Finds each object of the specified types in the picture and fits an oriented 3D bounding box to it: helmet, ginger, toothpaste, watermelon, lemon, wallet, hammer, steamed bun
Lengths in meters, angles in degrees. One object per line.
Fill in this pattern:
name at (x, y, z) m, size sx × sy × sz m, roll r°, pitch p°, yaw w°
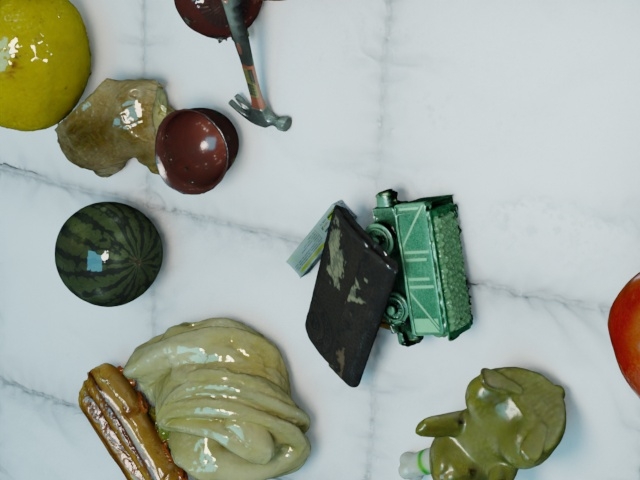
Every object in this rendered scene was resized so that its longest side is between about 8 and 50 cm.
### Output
helmet at (-0.213, -0.170, 1.992) m, size 0.155 × 0.106 × 0.175 m, roll 38°, pitch 122°, yaw 9°
ginger at (-0.375, -0.201, 2.074) m, size 0.221 × 0.130 × 0.275 m, roll 37°, pitch 135°, yaw -8°
toothpaste at (0.000, 0.000, 1.957) m, size 0.046 × 0.034 × 0.164 m, roll 47°, pitch 124°, yaw 11°
watermelon at (-0.412, 0.026, 2.121) m, size 0.212 × 0.212 × 0.212 m, roll 10°, pitch 111°, yaw 29°
lemon at (-0.561, -0.350, 2.060) m, size 0.258 × 0.258 × 0.310 m, roll 33°, pitch 129°, yaw 19°
wallet at (0.042, 0.102, 1.877) m, size 0.170 × 0.044 × 0.321 m, roll 51°, pitch 147°, yaw 31°
hammer at (-0.125, -0.308, 1.861) m, size 0.111 × 0.033 × 0.288 m, roll 17°, pitch 142°, yaw 26°
steamed bun at (-0.201, 0.324, 2.076) m, size 0.325 × 0.230 × 0.372 m, roll -36°, pitch 87°, yaw 38°

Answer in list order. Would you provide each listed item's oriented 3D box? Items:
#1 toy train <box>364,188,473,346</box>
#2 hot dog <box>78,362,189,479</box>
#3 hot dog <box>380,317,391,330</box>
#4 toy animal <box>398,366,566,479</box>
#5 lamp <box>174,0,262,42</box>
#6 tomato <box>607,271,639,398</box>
toy train at (0.162, 0.042, 1.828) m, size 0.154 × 0.115 × 0.269 m, roll -6°, pitch 97°, yaw 32°
hot dog at (-0.378, 0.407, 2.276) m, size 0.349 × 0.117 × 0.158 m, roll 54°, pitch 144°, yaw 9°
hot dog at (0.110, 0.139, 1.942) m, size 0.083 × 0.021 × 0.037 m, roll 16°, pitch 124°, yaw 26°
toy animal at (0.253, 0.359, 1.824) m, size 0.181 × 0.180 × 0.363 m, roll 51°, pitch 124°, yaw 16°
lamp at (-0.179, -0.428, 1.876) m, size 0.157 × 0.156 × 0.135 m, roll -66°, pitch 26°, yaw 19°
tomato at (0.573, 0.122, 1.483) m, size 0.293 × 0.290 × 0.325 m, roll 51°, pitch 126°, yaw 11°
